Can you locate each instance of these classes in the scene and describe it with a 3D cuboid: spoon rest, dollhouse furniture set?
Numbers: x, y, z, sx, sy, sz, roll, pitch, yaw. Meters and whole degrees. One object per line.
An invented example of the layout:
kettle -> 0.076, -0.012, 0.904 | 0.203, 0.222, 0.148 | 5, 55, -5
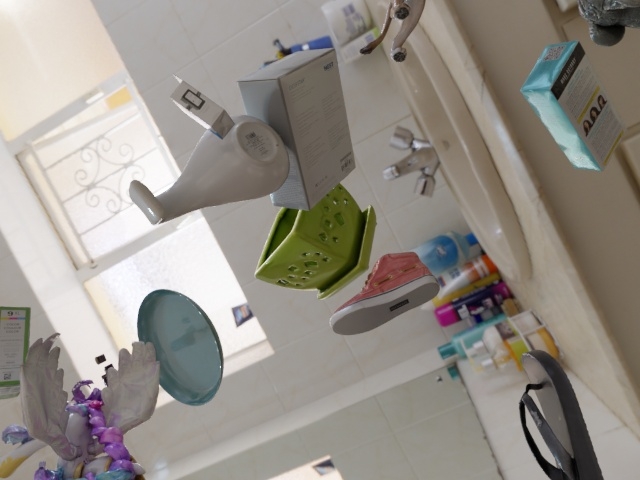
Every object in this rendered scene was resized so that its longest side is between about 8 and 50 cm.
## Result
spoon rest -> -0.148, -0.098, 0.627 | 0.137, 0.084, 0.276 | 52, -134, -3
dollhouse furniture set -> -0.501, 0.314, 1.136 | 0.114, 0.081, 0.091 | -23, -92, -43

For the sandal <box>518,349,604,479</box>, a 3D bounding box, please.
sandal -> 0.267, 0.237, 0.494 | 0.097, 0.054, 0.255 | 70, -165, -45

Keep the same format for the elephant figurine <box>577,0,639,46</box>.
elephant figurine -> 0.680, -0.539, 1.013 | 0.186, 0.239, 0.169 | -103, -5, -60

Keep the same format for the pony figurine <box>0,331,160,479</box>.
pony figurine -> -0.481, 0.388, 0.877 | 0.303, 0.363, 0.351 | 20, -132, -57

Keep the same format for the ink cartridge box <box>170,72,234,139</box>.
ink cartridge box -> -0.153, -0.167, 0.554 | 0.083, 0.028, 0.048 | 36, 177, 7

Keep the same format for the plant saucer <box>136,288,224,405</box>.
plant saucer -> -0.359, 0.271, 1.142 | 0.043, 0.317, 0.318 | -21, -96, -55

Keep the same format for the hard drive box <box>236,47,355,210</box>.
hard drive box -> -0.031, -0.200, 0.795 | 0.181, 0.089, 0.232 | -46, -45, -42

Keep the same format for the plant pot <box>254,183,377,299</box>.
plant pot -> 0.000, 0.000, 1.067 | 0.207, 0.227, 0.228 | 27, -130, -15

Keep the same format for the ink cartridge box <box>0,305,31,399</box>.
ink cartridge box -> -0.623, 0.197, 0.879 | 0.062, 0.109, 0.209 | 8, -123, -42

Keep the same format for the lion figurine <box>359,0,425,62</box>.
lion figurine -> 0.236, -0.538, 0.860 | 0.142, 0.392, 0.240 | 29, -125, -43

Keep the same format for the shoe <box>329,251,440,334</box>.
shoe -> 0.090, 0.080, 0.693 | 0.081, 0.178, 0.063 | -115, 2, -46

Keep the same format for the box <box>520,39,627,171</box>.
box -> 0.466, -0.235, 0.805 | 0.244, 0.101, 0.060 | 35, 175, -32
